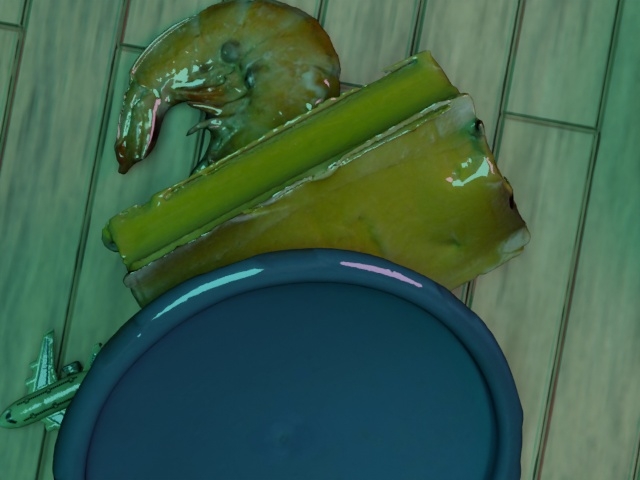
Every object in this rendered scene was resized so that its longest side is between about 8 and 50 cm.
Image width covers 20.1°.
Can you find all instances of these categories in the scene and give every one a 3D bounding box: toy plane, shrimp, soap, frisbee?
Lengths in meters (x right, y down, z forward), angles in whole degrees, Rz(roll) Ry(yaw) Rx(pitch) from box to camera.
[{"bbox_3d":[-0.165,0.098,1.140,0.083,0.033,0.080,-25,89,7],"label":"toy plane"},{"bbox_3d":[-0.066,-0.069,1.141,0.132,0.051,0.187,30,85,22],"label":"shrimp"},{"bbox_3d":[-0.001,-0.001,1.088,0.233,0.076,0.135,-27,128,1],"label":"soap"},{"bbox_3d":[-0.019,0.130,1.091,0.290,0.049,0.289,-5,116,-11],"label":"frisbee"}]
